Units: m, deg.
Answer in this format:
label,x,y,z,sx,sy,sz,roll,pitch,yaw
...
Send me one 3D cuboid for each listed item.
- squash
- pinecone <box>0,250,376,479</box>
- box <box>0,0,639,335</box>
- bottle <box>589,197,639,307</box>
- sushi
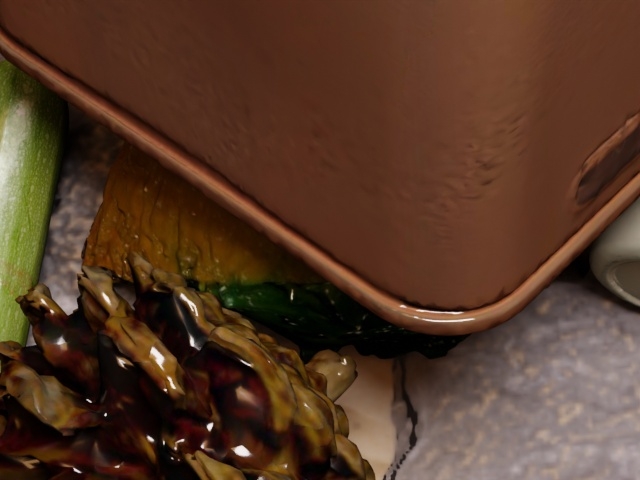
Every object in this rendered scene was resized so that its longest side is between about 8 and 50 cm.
label,x,y,z,sx,sy,sz,roll,pitch,yaw
squash,-0.188,0.001,0.774,0.066,0.066,0.229,3,70,7
pinecone,-0.079,0.143,0.624,0.243,0.243,0.257,20,73,12
box,0.010,-0.168,0.614,0.339,0.229,0.239,33,56,27
bottle,0.228,-0.076,0.735,0.110,0.110,0.233,17,73,12
sushi,0.000,-0.001,0.723,0.287,0.140,0.149,-10,32,2
